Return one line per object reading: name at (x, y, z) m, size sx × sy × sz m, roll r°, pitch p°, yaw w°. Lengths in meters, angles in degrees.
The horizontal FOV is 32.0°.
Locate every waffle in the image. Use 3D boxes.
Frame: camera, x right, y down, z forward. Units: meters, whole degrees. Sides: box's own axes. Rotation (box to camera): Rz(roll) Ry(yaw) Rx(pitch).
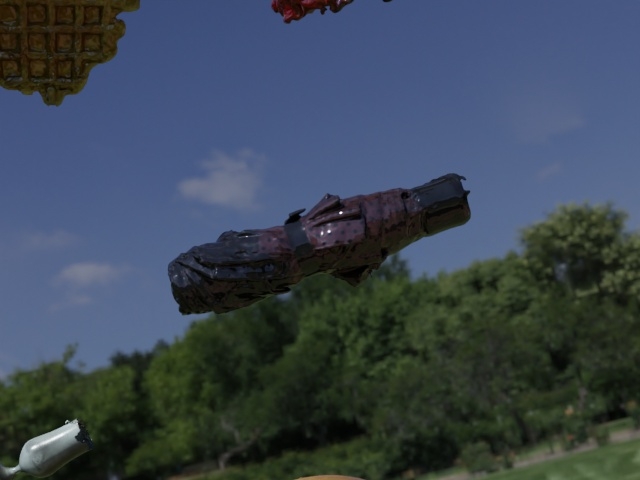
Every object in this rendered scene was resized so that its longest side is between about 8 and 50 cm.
waffle at (-0.367, -0.311, 1.457) m, size 0.238 × 0.243 × 0.058 m, roll -39°, pitch 27°, yaw 7°

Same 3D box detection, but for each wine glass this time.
wine glass at (-0.239, 0.185, 0.966) m, size 0.083 × 0.039 × 0.042 m, roll -30°, pitch -27°, yaw -7°

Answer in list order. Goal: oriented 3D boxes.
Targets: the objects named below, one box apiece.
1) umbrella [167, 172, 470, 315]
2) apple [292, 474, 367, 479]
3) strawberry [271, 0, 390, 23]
umbrella at (0.000, 0.000, 1.158) m, size 0.326 × 0.094 × 0.090 m, roll -19°, pitch -33°, yaw -6°
apple at (0.006, 0.437, 1.378) m, size 0.275 × 0.299 × 0.299 m, roll -7°, pitch -9°, yaw 18°
strawberry at (0.008, -0.382, 1.342) m, size 0.234 × 0.178 × 0.234 m, roll -24°, pitch 29°, yaw 15°
